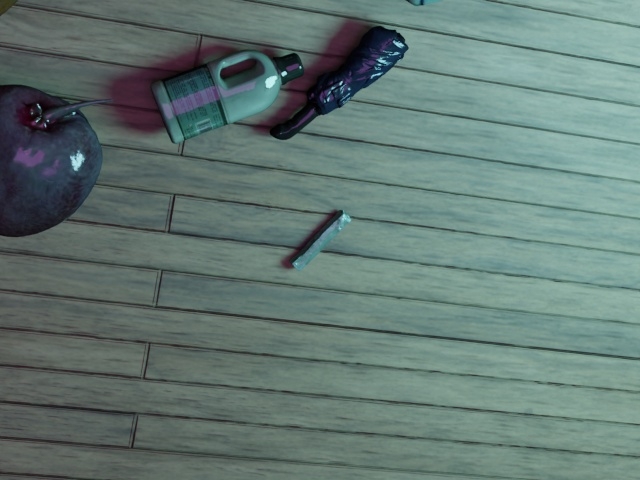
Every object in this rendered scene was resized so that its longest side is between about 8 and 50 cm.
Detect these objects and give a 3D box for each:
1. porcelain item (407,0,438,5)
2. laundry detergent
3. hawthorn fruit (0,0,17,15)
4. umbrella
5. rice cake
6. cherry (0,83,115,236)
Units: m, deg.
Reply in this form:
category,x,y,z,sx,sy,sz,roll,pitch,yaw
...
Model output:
category,x,y,z,sx,sy,sz,roll,pitch,yaw
porcelain item,0.141,-0.487,1.820,0.157,0.281,0.286,-19,110,-3
laundry detergent,-0.133,-0.227,1.962,0.225,0.070,0.099,-21,105,-4
hawthorn fruit,-0.501,-0.371,1.784,0.199,0.199,0.251,26,117,-19
umbrella,0.026,-0.236,2.006,0.248,0.071,0.071,-41,112,10
rice cake,0.000,0.000,2.094,0.121,0.021,0.022,-45,122,4
cherry,-0.422,-0.119,1.874,0.213,0.183,0.266,28,114,-5
